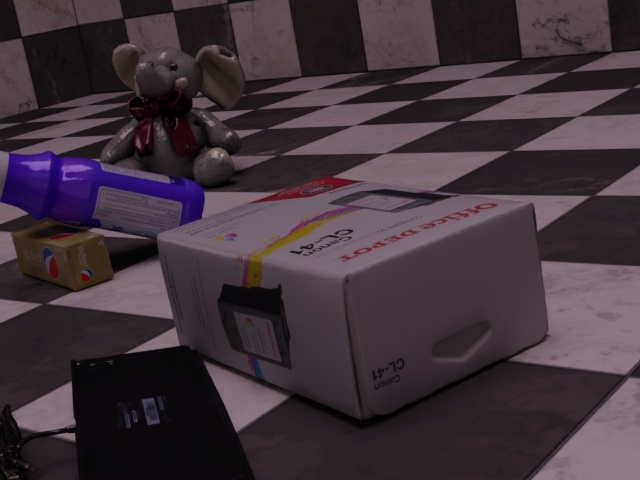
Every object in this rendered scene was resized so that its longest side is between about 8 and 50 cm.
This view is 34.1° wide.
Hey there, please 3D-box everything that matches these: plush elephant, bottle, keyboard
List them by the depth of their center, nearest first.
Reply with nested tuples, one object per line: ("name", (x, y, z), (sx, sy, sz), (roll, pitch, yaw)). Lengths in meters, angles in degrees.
("keyboard", (-0.176, 0.156, 0.846), (0.201, 0.033, 0.317), (-7, 13, -13))
("bottle", (-0.303, -0.061, 1.402), (0.282, 0.092, 0.118), (11, -4, -24))
("plush elephant", (-0.278, -0.239, 1.909), (0.271, 0.255, 0.330), (-7, 15, 12))

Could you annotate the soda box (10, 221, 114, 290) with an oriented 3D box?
("soda box", (-0.347, 0.018, 1.391), (0.058, 0.061, 0.181), (-22, 19, -35))

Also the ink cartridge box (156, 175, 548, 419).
("ink cartridge box", (0.022, 0.036, 0.967), (0.226, 0.131, 0.306), (-20, 17, -33))
